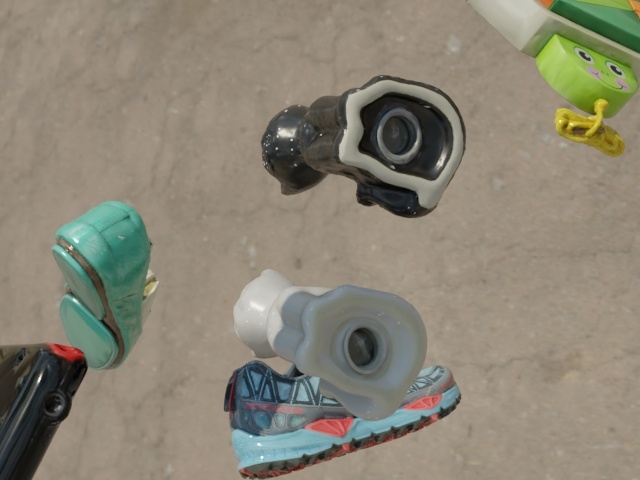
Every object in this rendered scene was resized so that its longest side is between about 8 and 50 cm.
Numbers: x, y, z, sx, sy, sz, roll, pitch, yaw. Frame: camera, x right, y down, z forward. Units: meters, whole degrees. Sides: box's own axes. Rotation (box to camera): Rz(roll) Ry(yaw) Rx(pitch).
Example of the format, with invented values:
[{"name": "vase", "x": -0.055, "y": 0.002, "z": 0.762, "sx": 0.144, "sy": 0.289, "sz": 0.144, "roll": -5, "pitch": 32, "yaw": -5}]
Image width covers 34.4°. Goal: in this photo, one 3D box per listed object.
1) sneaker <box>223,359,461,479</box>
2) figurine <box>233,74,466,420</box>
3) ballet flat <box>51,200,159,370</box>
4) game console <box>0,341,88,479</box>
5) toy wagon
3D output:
[{"name": "sneaker", "x": 0.028, "y": 0.135, "z": 0.976, "sx": 0.104, "sy": 0.262, "sz": 0.125, "roll": -29, "pitch": 74, "yaw": 48}, {"name": "figurine", "x": 0.000, "y": 0.000, "z": 0.725, "sx": 0.209, "sy": 0.092, "sz": 0.215, "roll": -170, "pitch": 91, "yaw": -66}, {"name": "ballet flat", "x": -0.176, "y": 0.042, "z": 0.893, "sx": 0.083, "sy": 0.087, "sz": 0.247, "roll": 45, "pitch": 155, "yaw": 12}, {"name": "game console", "x": -0.302, "y": 0.247, "z": 0.713, "sx": 0.342, "sy": 0.060, "sz": 0.386, "roll": -8, "pitch": 53, "yaw": 57}, {"name": "toy wagon", "x": 0.209, "y": -0.210, "z": 0.895, "sx": 0.068, "sy": 0.267, "sz": 0.344, "roll": -54, "pitch": 29, "yaw": 36}]
